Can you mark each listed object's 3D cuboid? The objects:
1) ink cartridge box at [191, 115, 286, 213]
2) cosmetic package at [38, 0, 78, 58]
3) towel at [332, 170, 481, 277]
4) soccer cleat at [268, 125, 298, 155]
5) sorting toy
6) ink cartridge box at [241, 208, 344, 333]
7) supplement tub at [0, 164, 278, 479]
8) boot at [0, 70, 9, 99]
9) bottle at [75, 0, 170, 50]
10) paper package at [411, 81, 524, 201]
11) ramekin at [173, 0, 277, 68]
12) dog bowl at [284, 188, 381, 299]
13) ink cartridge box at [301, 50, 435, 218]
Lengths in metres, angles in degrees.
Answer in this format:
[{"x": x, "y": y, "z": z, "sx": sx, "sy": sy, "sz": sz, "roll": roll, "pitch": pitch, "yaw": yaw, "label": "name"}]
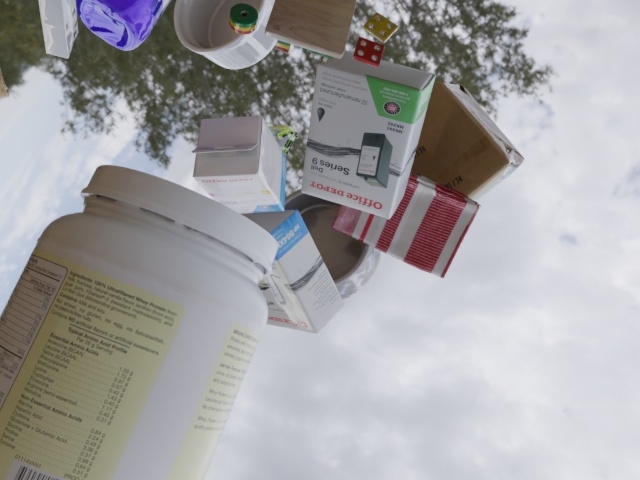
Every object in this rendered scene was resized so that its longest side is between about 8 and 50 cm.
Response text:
[{"x": -0.109, "y": -0.105, "z": 0.819, "sx": 0.092, "sy": 0.143, "sz": 0.090, "roll": -2, "pitch": -111, "yaw": 11, "label": "ink cartridge box"}, {"x": -0.628, "y": -0.560, "z": 1.422, "sx": 0.239, "sy": 0.060, "sz": 0.099, "roll": 125, "pitch": -28, "yaw": -59, "label": "cosmetic package"}, {"x": 0.213, "y": -0.062, "z": 1.526, "sx": 0.237, "sy": 0.329, "sz": 0.037, "roll": -69, "pitch": 171, "yaw": 27, "label": "towel"}, {"x": -0.154, "y": -0.284, "z": 1.606, "sx": 0.093, "sy": 0.121, "sz": 0.289, "roll": -62, "pitch": 166, "yaw": 20, "label": "soccer cleat"}, {"x": -0.009, "y": -0.364, "z": 1.003, "sx": 0.046, "sy": 0.274, "sz": 0.132, "roll": 115, "pitch": -11, "yaw": -62, "label": "sorting toy"}, {"x": -0.069, "y": 0.051, "z": 1.011, "sx": 0.148, "sy": 0.203, "sz": 0.086, "roll": 2, "pitch": -144, "yaw": 46, "label": "ink cartridge box"}, {"x": -0.190, "y": 0.116, "z": 0.572, "sx": 0.235, "sy": 0.235, "sz": 0.325, "roll": 5, "pitch": -111, "yaw": 52, "label": "supplement tub"}, {"x": -0.730, "y": -0.275, "z": 1.096, "sx": 0.269, "sy": 0.089, "sz": 0.236, "roll": -21, "pitch": -144, "yaw": -21, "label": "boot"}, {"x": -0.198, "y": -0.380, "z": 0.753, "sx": 0.283, "sy": 0.092, "sz": 0.118, "roll": -62, "pitch": -159, "yaw": -14, "label": "bottle"}, {"x": 0.336, "y": -0.226, "z": 1.653, "sx": 0.325, "sy": 0.309, "sz": 0.168, "roll": -44, "pitch": 167, "yaw": 30, "label": "paper package"}, {"x": -0.224, "y": -0.578, "z": 1.514, "sx": 0.277, "sy": 0.135, "sz": 0.277, "roll": -6, "pitch": -104, "yaw": 24, "label": "ramekin"}, {"x": 0.000, "y": 0.000, "z": 1.683, "sx": 0.348, "sy": 0.102, "sz": 0.349, "roll": -4, "pitch": -107, "yaw": 11, "label": "dog bowl"}, {"x": 0.090, "y": -0.213, "z": 1.211, "sx": 0.211, "sy": 0.289, "sz": 0.121, "roll": 18, "pitch": -144, "yaw": 13, "label": "ink cartridge box"}]
